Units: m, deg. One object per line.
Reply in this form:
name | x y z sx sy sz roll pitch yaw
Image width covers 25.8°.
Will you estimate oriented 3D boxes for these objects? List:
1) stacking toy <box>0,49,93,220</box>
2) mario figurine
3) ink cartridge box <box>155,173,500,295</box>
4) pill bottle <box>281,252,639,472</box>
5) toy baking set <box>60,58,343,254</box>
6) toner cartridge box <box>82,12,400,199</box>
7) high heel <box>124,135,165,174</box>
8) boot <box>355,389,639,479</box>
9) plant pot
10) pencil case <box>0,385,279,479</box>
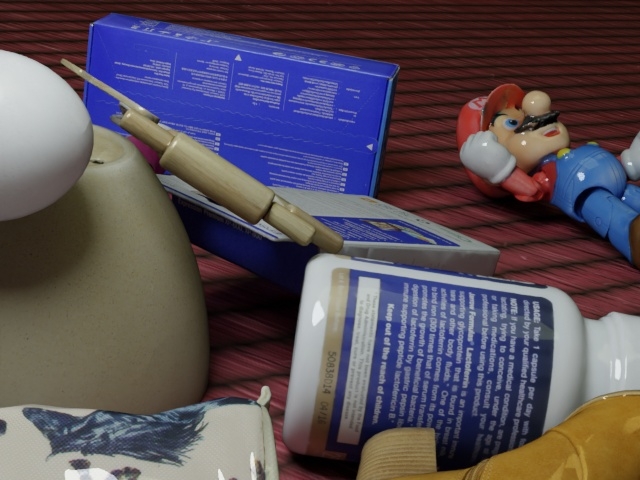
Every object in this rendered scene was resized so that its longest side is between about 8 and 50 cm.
stacking toy | -0.394 -0.059 0.933 0.480 0.350 0.350 1 21 -6
mario figurine | 0.289 -0.097 1.600 0.320 0.170 0.198 33 0 34
ink cartridge box | 0.000 0.000 1.278 0.176 0.069 0.371 24 10 34
pill bottle | 0.110 0.101 1.043 0.265 0.153 0.153 8 21 -1
toy baking set | -0.099 -0.060 1.083 0.256 0.030 0.197 33 0 -11
toner cartridge box | -0.095 -0.147 1.598 0.348 0.165 0.075 12 21 7
high heel | -0.201 -0.044 1.445 0.117 0.082 0.244 45 17 12
boot | 0.156 0.195 0.879 0.295 0.104 0.211 -4 27 5
plant pot | -0.218 0.012 1.095 0.284 0.191 0.284 8 21 -3
pencil case | -0.223 0.142 0.720 0.410 0.160 0.183 7 29 -5
